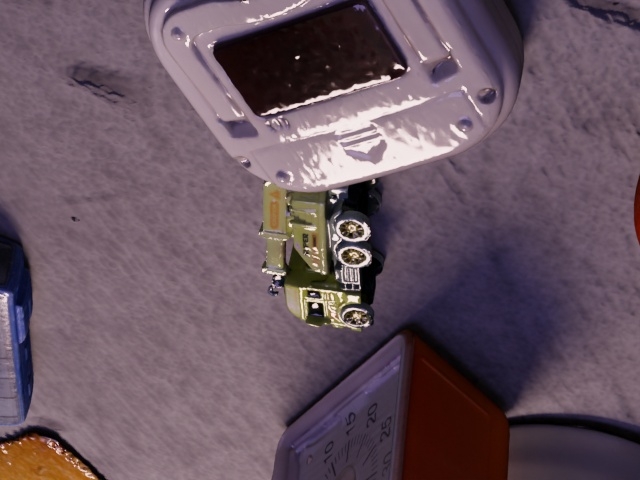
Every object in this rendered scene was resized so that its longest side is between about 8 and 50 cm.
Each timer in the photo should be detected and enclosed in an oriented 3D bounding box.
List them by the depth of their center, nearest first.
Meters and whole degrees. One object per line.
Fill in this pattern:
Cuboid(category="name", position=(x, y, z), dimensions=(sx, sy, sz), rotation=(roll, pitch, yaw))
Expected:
Cuboid(category="timer", position=(0.006, -0.145, 1.230), dimensions=(0.262, 0.087, 0.237), rotation=(-15, 130, 30))
Cuboid(category="timer", position=(0.040, 0.256, 1.539), dimensions=(0.250, 0.257, 0.161), rotation=(-28, 130, 37))

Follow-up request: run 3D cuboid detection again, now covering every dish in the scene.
Cuboid(category="dish", position=(0.244, 0.313, 1.641), dimensions=(0.316, 0.106, 0.316), rotation=(9, 139, 8))

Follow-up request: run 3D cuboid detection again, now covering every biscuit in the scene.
Cuboid(category="biscuit", position=(-0.321, 0.306, 1.891), dimensions=(0.232, 0.013, 0.237), rotation=(-18, 129, 33))

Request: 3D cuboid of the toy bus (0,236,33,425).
Cuboid(category="toy bus", position=(-0.328, 0.087, 1.611), dimensions=(0.094, 0.079, 0.236), rotation=(1, 139, -6))

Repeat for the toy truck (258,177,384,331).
Cuboid(category="toy truck", position=(0.000, 0.000, 1.400), dimensions=(0.100, 0.077, 0.169), rotation=(6, 139, 8))

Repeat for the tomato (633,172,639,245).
Cuboid(category="tomato", position=(0.326, -0.014, 1.225), dimensions=(0.187, 0.151, 0.187), rotation=(9, 144, 7))
